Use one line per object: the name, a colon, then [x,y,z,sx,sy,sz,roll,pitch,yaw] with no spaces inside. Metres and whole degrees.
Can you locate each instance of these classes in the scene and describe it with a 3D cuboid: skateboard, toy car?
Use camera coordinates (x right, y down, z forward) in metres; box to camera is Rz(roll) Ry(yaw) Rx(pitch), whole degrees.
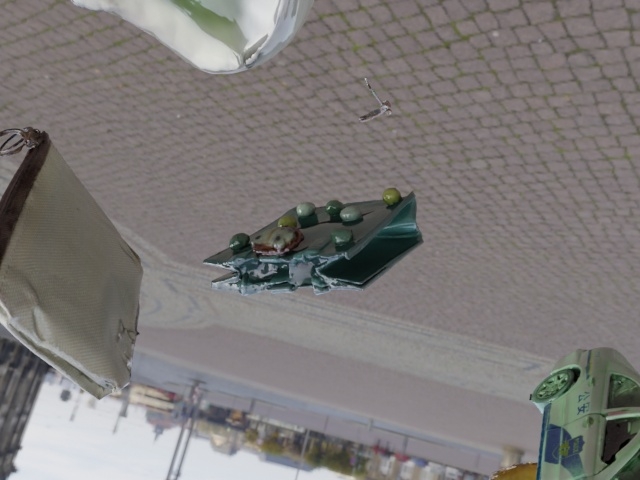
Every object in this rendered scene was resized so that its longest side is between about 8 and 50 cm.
skateboard: [0.085,-0.247,1.232,0.063,0.032,0.083,-22,144,16]
toy car: [0.171,0.140,0.393,0.076,0.224,0.090,-36,94,29]

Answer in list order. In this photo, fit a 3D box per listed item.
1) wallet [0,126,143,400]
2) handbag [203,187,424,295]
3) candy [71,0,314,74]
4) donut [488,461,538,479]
wallet: [-0.306,0.029,0.837,0.068,0.335,0.275,-27,127,9]
handbag: [0.000,-0.005,1.066,0.268,0.100,0.274,-2,-165,35]
candy: [-0.148,-0.410,0.732,0.386,0.186,0.427,27,135,19]
donut: [0.257,0.351,0.655,0.277,0.108,0.278,14,121,25]
